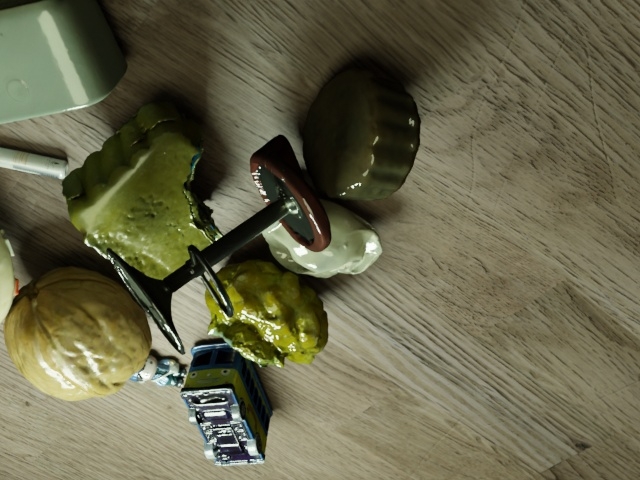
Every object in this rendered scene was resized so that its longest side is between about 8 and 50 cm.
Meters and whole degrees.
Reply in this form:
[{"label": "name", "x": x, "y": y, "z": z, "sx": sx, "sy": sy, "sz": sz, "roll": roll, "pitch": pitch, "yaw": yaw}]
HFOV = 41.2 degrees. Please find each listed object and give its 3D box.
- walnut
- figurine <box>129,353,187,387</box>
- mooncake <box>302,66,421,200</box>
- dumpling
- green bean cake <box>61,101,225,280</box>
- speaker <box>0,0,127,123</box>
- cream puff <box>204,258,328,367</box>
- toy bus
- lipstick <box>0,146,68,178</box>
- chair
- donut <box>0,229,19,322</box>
[{"label": "walnut", "x": -0.526, "y": 0.209, "z": 1.855, "sx": 0.252, "sy": 0.277, "sz": 0.313, "roll": 15, "pitch": 145, "yaw": 48}, {"label": "figurine", "x": -0.402, "y": 0.310, "z": 2.059, "sx": 0.149, "sy": 0.086, "sz": 0.087, "roll": 21, "pitch": 171, "yaw": -26}, {"label": "mooncake", "x": 0.076, "y": -0.180, "z": 1.484, "sx": 0.124, "sy": 0.228, "sz": 0.228, "roll": 8, "pitch": 136, "yaw": -34}, {"label": "dumpling", "x": 0.000, "y": 0.000, "z": 1.702, "sx": 0.250, "sy": 0.132, "sz": 0.162, "roll": 14, "pitch": 127, "yaw": -5}, {"label": "green bean cake", "x": -0.305, "y": -0.094, "z": 1.623, "sx": 0.285, "sy": 0.202, "sz": 0.310, "roll": -39, "pitch": 133, "yaw": 4}, {"label": "speaker", "x": -0.559, "y": -0.317, "z": 1.465, "sx": 0.406, "sy": 0.183, "sz": 0.184, "roll": -8, "pitch": 124, "yaw": 14}, {"label": "cream puff", "x": -0.123, "y": 0.171, "z": 1.785, "sx": 0.282, "sy": 0.185, "sz": 0.282, "roll": 21, "pitch": 149, "yaw": 13}, {"label": "toy bus", "x": -0.221, "y": 0.395, "z": 2.038, "sx": 0.138, "sy": 0.175, "sz": 0.288, "roll": -7, "pitch": 129, "yaw": 12}, {"label": "lipstick", "x": -0.576, "y": -0.154, "z": 1.694, "sx": 0.141, "sy": 0.040, "sz": 0.040, "roll": 11, "pitch": 131, "yaw": -5}, {"label": "chair", "x": -0.147, "y": -0.007, "z": 1.494, "sx": 0.401, "sy": 0.226, "sz": 0.226, "roll": -37, "pitch": 128, "yaw": -17}, {"label": "donut", "x": -0.782, "y": 0.052, "z": 1.753, "sx": 0.382, "sy": 0.142, "sz": 0.383, "roll": 12, "pitch": 115, "yaw": 27}]
